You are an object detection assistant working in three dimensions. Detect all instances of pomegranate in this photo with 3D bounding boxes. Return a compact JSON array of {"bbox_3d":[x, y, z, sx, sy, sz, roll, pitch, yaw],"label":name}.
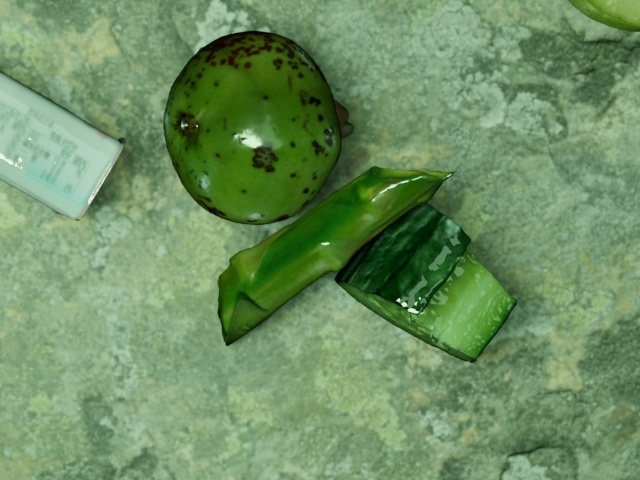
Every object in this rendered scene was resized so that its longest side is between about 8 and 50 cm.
[{"bbox_3d":[-0.052,-0.130,1.758,0.248,0.214,0.214,-12,96,-45],"label":"pomegranate"}]

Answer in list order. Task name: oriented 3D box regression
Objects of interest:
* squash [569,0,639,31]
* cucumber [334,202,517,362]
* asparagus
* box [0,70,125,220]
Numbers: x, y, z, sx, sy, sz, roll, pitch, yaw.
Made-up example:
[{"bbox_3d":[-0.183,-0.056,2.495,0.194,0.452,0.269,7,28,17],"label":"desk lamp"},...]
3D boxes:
[{"bbox_3d":[0.397,-0.374,1.898,0.252,0.049,0.252,-1,93,-12],"label":"squash"},{"bbox_3d":[0.120,0.050,1.805,0.191,0.191,0.130,42,86,-10],"label":"cucumber"},{"bbox_3d":[0.001,0.000,1.756,0.343,0.082,0.085,-39,72,23],"label":"asparagus"},{"bbox_3d":[-0.394,-0.157,1.675,0.369,0.190,0.112,32,86,-12],"label":"box"}]
